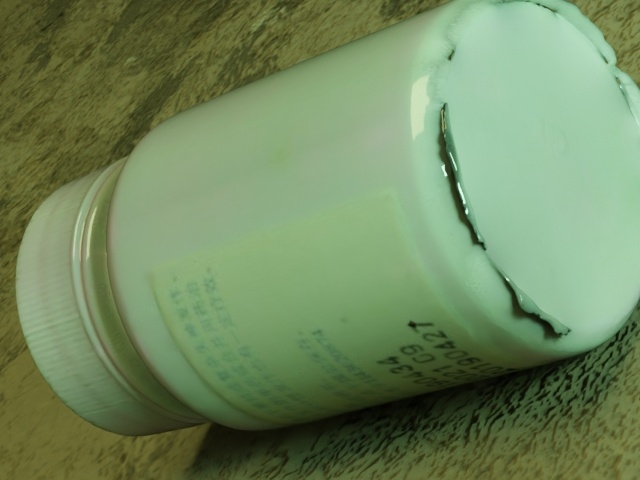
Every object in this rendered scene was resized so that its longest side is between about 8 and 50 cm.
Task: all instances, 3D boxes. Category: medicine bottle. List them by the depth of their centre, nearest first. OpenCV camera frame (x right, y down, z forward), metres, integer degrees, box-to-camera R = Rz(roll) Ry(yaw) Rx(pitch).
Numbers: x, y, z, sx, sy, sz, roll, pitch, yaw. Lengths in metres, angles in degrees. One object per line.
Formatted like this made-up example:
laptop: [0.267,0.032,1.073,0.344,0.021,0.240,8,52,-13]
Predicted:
medicine bottle: [0.000,0.000,1.187,0.378,0.213,0.213,-17,32,40]
